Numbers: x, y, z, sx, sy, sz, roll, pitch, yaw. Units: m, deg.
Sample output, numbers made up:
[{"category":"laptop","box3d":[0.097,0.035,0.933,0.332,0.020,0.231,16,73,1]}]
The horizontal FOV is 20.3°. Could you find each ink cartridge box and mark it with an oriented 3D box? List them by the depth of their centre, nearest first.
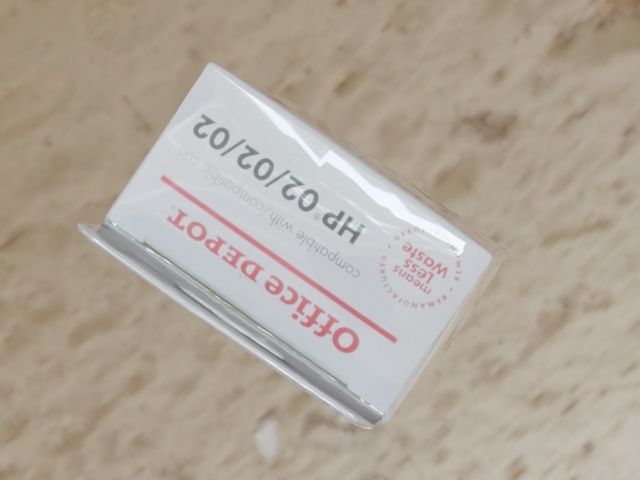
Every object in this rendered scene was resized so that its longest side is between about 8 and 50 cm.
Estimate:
[{"category":"ink cartridge box","box3d":[0.000,0.000,0.569,0.062,0.104,0.181,-56,174,5]}]
